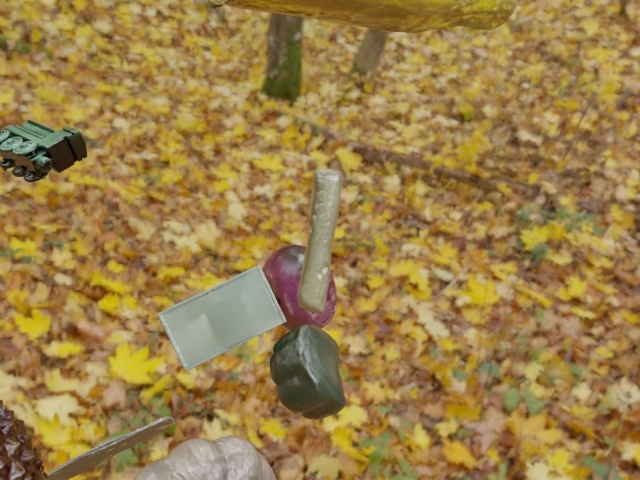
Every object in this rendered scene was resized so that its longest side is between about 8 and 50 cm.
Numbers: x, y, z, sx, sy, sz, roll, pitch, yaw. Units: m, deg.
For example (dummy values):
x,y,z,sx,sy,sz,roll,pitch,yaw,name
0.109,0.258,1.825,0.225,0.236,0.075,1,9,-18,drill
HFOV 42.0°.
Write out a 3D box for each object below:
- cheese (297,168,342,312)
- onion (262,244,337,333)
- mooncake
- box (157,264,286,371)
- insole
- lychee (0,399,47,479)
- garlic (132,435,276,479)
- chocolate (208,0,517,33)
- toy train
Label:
x,y,z,sx,sy,sz,roll,pitch,yaw,name
0.000,0.000,1.115,0.043,0.193,0.065,7,3,6,cheese
-0.051,0.102,1.954,0.201,0.200,0.207,9,34,-8,onion
-0.017,0.244,1.548,0.168,0.104,0.175,51,25,-2,mooncake
-0.201,0.157,1.699,0.225,0.086,0.129,-26,90,-10,box
-0.354,0.344,1.354,0.248,0.081,0.011,-24,66,-14,insole
-0.407,0.281,0.846,0.272,0.271,0.271,9,43,-8,lychee
-0.129,0.369,1.066,0.219,0.218,0.212,-8,12,-25,garlic
0.072,-0.344,1.101,0.446,0.162,0.162,3,43,-30,chocolate
-0.475,-0.154,1.386,0.170,0.071,0.111,23,48,41,toy train
